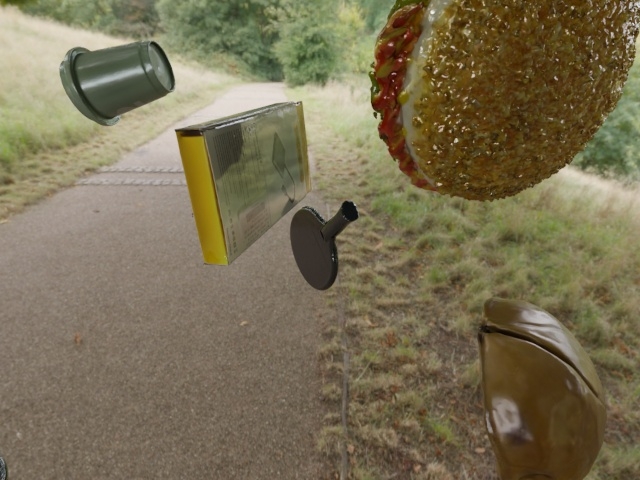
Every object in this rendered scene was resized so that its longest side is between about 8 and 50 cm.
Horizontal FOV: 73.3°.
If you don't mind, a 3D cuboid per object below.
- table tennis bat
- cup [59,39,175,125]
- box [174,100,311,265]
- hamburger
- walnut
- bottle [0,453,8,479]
[{"bbox_3d":[0.000,0.000,0.720,0.027,0.236,0.150,-15,75,-28],"label":"table tennis bat"},{"bbox_3d":[-0.305,-0.251,0.665,0.141,0.120,0.120,-16,34,6],"label":"cup"},{"bbox_3d":[-0.067,-0.080,0.482,0.033,0.129,0.247,1,22,18],"label":"box"},{"bbox_3d":[0.196,-0.175,0.472,0.294,0.276,0.179,-22,38,-1],"label":"hamburger"},{"bbox_3d":[0.200,0.141,0.380,0.087,0.211,0.167,-8,43,26],"label":"walnut"},{"bbox_3d":[-0.359,0.303,0.368,0.082,0.286,0.082,29,14,-8],"label":"bottle"}]
